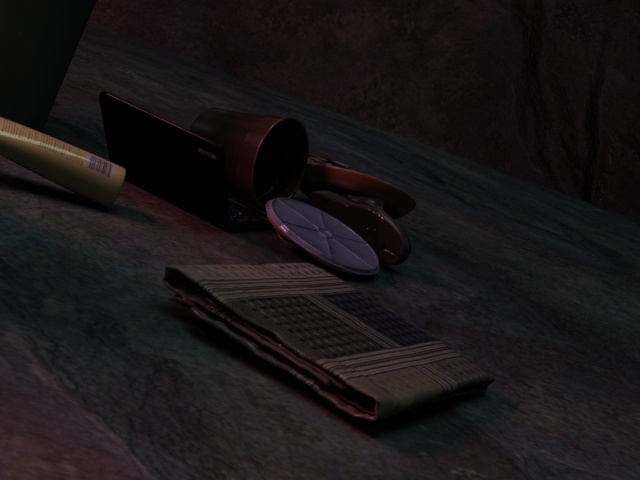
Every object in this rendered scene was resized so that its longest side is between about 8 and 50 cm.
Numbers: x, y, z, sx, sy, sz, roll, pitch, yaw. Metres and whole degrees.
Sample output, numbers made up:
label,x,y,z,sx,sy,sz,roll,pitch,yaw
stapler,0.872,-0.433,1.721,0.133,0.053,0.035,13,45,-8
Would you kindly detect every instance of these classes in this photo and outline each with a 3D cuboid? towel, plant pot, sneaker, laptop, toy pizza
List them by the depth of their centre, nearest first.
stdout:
label,x,y,z,sx,sy,sz,roll,pitch,yaw
towel,0.011,0.112,1.217,0.312,0.056,0.324,31,14,28
laptop,-0.194,-0.121,1.632,0.234,0.136,0.264,27,14,23
toy pizza,0.000,0.000,1.633,0.201,0.032,0.201,28,18,-10
plant pot,-0.511,-0.350,1.641,0.341,0.334,0.341,19,12,-4
sneaker,0.090,-0.025,1.790,0.130,0.087,0.227,-1,19,-43
plant pot,-0.133,-0.152,1.837,0.165,0.167,0.167,19,10,29
plant pot,0.057,-0.083,1.941,0.236,0.032,0.236,16,-10,3

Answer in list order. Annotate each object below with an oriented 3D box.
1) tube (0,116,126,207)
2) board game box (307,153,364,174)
label,x,y,z,sx,sy,sz,roll,pitch,yaw
tube,-0.382,-0.119,1.423,0.240,0.062,0.070,26,-26,-23
board game box,0.001,-0.139,2.222,0.243,0.042,0.165,8,18,-44
